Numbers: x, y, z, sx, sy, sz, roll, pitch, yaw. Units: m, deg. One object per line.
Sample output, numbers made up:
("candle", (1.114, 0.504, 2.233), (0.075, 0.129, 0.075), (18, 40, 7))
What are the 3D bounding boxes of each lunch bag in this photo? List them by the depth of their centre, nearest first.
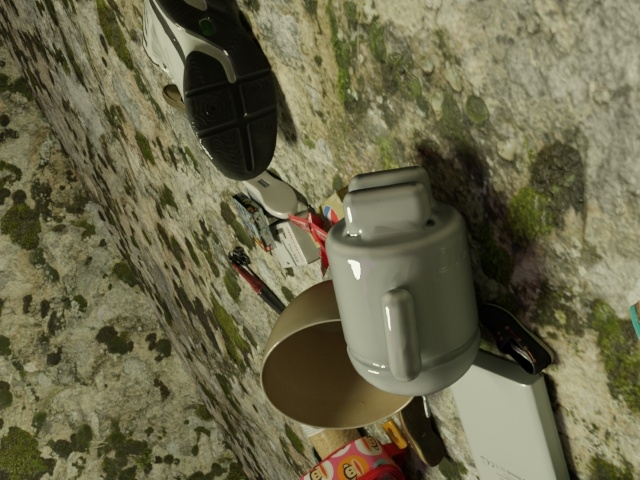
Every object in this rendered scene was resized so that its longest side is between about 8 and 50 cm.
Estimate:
("lunch bag", (0.083, 0.532, 1.578), (0.120, 0.258, 0.293), (53, 178, 33))

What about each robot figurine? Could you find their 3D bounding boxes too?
("robot figurine", (0.122, 0.076, 1.050), (0.199, 0.300, 0.354), (-6, 113, 16))

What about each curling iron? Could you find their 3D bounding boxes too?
("curling iron", (-0.153, 0.116, 1.828), (0.274, 0.035, 0.068), (49, 153, 25))

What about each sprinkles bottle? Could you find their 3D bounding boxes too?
("sprinkles bottle", (-0.006, 0.406, 1.760), (0.355, 0.121, 0.121), (59, 155, 4))

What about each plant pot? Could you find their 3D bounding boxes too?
("plant pot", (0.035, 0.181, 1.328), (0.191, 0.284, 0.284), (-92, -5, -52))

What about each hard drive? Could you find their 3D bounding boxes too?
("hard drive", (0.307, 0.322, 1.176), (0.203, 0.040, 0.308), (15, 129, 57))

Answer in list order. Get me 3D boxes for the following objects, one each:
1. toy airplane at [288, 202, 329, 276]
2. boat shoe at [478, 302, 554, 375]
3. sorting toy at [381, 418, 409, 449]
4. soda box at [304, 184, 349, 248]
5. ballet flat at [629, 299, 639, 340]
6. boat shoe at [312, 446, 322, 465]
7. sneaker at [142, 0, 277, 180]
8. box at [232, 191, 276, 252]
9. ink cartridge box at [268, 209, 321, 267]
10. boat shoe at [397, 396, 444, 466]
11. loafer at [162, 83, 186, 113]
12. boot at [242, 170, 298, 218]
("toy airplane", (0.000, 0.000, 1.287), (0.151, 0.028, 0.151), (45, 152, 31))
("boat shoe", (0.273, 0.140, 1.047), (0.133, 0.042, 0.049), (44, 153, 34))
("sorting toy", (0.094, 0.279, 1.530), (0.348, 0.047, 0.196), (60, 160, 1))
("soda box", (0.031, -0.045, 1.286), (0.061, 0.058, 0.181), (59, 155, 3))
("ballet flat", (0.463, 0.198, 0.686), (0.409, 0.147, 0.147), (57, 155, 1))
("boat shoe", (0.078, 0.612, 1.832), (0.306, 0.113, 0.105), (39, 163, 56))
("sneaker", (-0.218, -0.320, 1.389), (0.448, 0.169, 0.257), (70, 163, -3))
("box", (-0.139, -0.040, 1.511), (0.137, 0.027, 0.094), (38, 152, 61))
("ink cartridge box", (-0.052, 0.000, 1.489), (0.099, 0.056, 0.135), (64, 155, -6))
("boat shoe", (0.183, 0.364, 1.426), (0.060, 0.064, 0.178), (4, 123, 59))
("loafer", (-0.303, -0.320, 1.632), (0.148, 0.056, 0.050), (34, 145, 26))
("boot", (-0.097, -0.079, 1.494), (0.190, 0.069, 0.086), (47, 160, 45))
